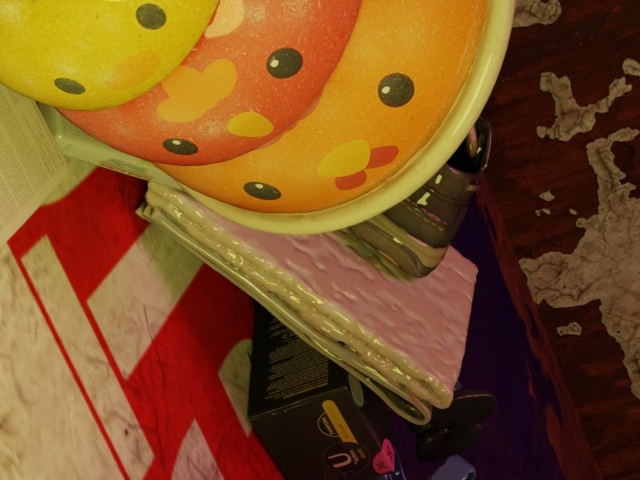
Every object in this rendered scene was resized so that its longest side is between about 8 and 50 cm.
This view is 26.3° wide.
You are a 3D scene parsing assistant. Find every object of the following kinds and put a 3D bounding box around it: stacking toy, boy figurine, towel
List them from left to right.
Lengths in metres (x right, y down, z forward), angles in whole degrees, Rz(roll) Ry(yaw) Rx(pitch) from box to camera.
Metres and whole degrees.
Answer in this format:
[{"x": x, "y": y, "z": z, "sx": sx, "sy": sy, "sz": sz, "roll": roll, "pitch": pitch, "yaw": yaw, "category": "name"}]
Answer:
[{"x": -0.129, "y": -0.177, "z": 0.841, "sx": 0.480, "sy": 0.350, "sz": 0.350, "roll": -1, "pitch": 72, "yaw": -55, "category": "stacking toy"}, {"x": 0.000, "y": 0.000, "z": 1.294, "sx": 0.332, "sy": 0.053, "sz": 0.317, "roll": 37, "pitch": 23, "yaw": -6, "category": "towel"}, {"x": 0.083, "y": 0.120, "z": 1.555, "sx": 0.285, "sy": 0.092, "sz": 0.177, "roll": 56, "pitch": -38, "yaw": 43, "category": "boy figurine"}]

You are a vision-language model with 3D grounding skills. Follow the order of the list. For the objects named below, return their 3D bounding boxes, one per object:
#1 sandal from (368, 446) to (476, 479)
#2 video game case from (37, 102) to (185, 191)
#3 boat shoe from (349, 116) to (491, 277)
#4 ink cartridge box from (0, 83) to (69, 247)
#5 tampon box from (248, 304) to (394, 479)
[{"x": 0.118, "y": 0.347, "z": 1.409, "sx": 0.126, "sy": 0.138, "sz": 0.317, "roll": 8, "pitch": 65, "yaw": -75, "category": "sandal"}, {"x": -0.155, "y": -0.152, "z": 1.141, "sx": 0.206, "sy": 0.026, "sz": 0.227, "roll": 16, "pitch": 53, "yaw": -46, "category": "video game case"}, {"x": 0.119, "y": -0.085, "z": 1.391, "sx": 0.132, "sy": 0.130, "sz": 0.355, "roll": 34, "pitch": 23, "yaw": -10, "category": "boat shoe"}, {"x": -0.245, "y": -0.073, "z": 0.825, "sx": 0.224, "sy": 0.056, "sz": 0.181, "roll": -65, "pitch": 135, "yaw": -63, "category": "ink cartridge box"}, {"x": 0.004, "y": 0.140, "z": 1.317, "sx": 0.161, "sy": 0.101, "sz": 0.120, "roll": -89, "pitch": 155, "yaw": -52, "category": "tampon box"}]
